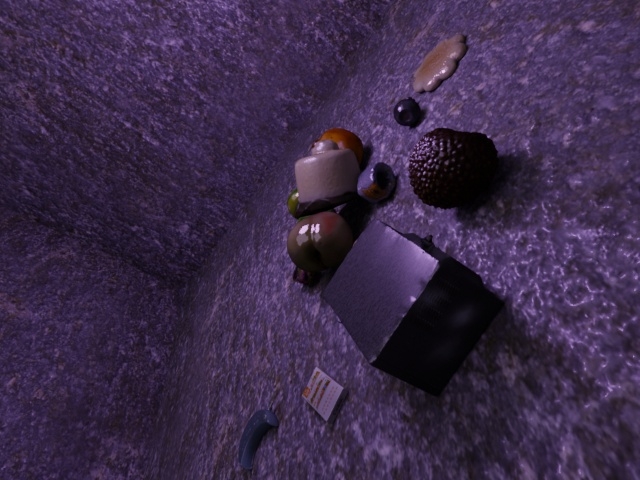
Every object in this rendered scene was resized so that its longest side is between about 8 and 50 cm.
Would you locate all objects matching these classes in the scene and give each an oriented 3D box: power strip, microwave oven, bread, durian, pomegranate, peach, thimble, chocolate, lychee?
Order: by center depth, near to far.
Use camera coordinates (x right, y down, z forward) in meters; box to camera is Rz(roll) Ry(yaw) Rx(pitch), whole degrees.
[{"bbox_3d":[0.239,0.157,1.341,0.374,0.236,0.432,-56,23,5],"label":"microwave oven"},{"bbox_3d":[0.405,-0.221,1.459,0.267,0.267,0.267,-45,27,31],"label":"lychee"},{"bbox_3d":[-0.247,0.757,1.852,0.253,0.054,0.167,-60,24,1],"label":"power strip"},{"bbox_3d":[0.234,-0.242,1.970,0.118,0.127,0.151,-31,35,51],"label":"thimble"},{"bbox_3d":[0.001,0.000,1.993,0.292,0.247,0.292,-36,26,20],"label":"peach"},{"bbox_3d":[0.022,-0.285,2.106,0.326,0.297,0.314,-21,1,30],"label":"chocolate"},{"bbox_3d":[0.532,-0.804,2.132,0.316,0.054,0.316,-44,26,29],"label":"bread"},{"bbox_3d":[-0.050,0.154,2.148,0.108,0.119,0.187,55,148,27],"label":"durian"},{"bbox_3d":[0.082,-0.433,2.352,0.264,0.264,0.264,-45,27,31],"label":"pomegranate"}]

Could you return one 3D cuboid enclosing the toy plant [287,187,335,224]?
[{"bbox_3d":[-0.056,-0.143,2.415,0.224,0.184,0.316,-39,36,3],"label":"toy plant"}]

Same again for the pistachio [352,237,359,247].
[{"bbox_3d":[0.179,0.063,1.727,0.145,0.117,0.200,-39,31,30],"label":"pistachio"}]

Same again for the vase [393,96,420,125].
[{"bbox_3d":[0.393,-0.587,2.096,0.120,0.120,0.183,-41,14,37],"label":"vase"}]

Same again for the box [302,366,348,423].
[{"bbox_3d":[0.011,0.530,1.621,0.122,0.032,0.220,-63,24,-7],"label":"box"}]
